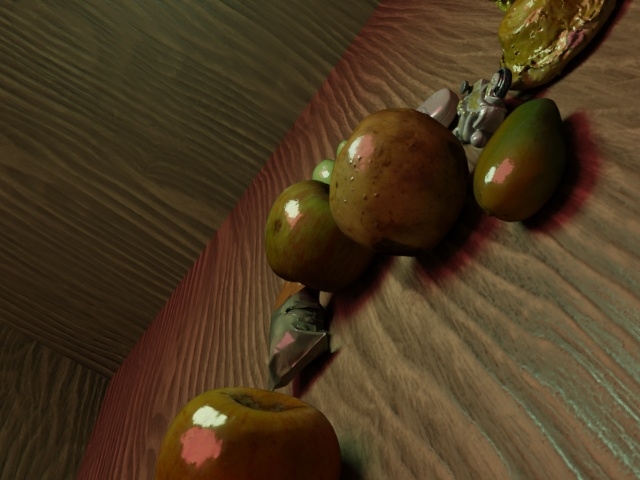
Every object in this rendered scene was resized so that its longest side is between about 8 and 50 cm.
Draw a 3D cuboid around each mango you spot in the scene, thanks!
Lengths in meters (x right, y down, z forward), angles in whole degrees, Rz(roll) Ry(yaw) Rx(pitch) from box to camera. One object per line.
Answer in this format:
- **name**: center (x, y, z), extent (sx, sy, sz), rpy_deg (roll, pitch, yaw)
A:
- **mango**: center (0.320, -0.136, 1.151), extent (0.156, 0.114, 0.251), rpy_deg (-50, 17, 48)

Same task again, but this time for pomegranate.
- **pomegranate**: center (0.148, -0.105, 1.344), extent (0.281, 0.281, 0.281), rpy_deg (-50, 17, 22)

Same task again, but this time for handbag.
- **handbag**: center (-0.050, 0.202, 1.594), extent (0.182, 0.117, 0.270), rpy_deg (-43, 18, 16)

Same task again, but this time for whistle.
- **whistle**: center (0.093, -0.206, 1.988), extent (0.294, 0.141, 0.141), rpy_deg (-39, 15, -6)

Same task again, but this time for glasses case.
- **glasses case**: center (0.218, -0.238, 1.712), extent (0.297, 0.075, 0.113), rpy_deg (-48, 20, 30)

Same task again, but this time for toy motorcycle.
- **toy motorcycle**: center (0.318, -0.249, 1.433), extent (0.229, 0.074, 0.151), rpy_deg (147, 135, -74)

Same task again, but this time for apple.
- **apple**: center (-0.114, 0.383, 1.141), extent (0.299, 0.299, 0.274), rpy_deg (-173, 87, -72)
- **apple**: center (0.000, 0.000, 1.594), extent (0.264, 0.264, 0.264), rpy_deg (-50, 17, 22)

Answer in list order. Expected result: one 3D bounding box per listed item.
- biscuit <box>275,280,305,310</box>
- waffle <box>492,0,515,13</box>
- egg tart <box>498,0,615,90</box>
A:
- **biscuit**: center (-0.019, 0.063, 1.883), extent (0.283, 0.043, 0.306), rpy_deg (-61, 17, -17)
- **waffle**: center (0.476, -0.648, 1.623), extent (0.261, 0.151, 0.324), rpy_deg (-53, 12, 29)
- **egg tart**: center (0.431, -0.421, 1.376), extent (0.294, 0.116, 0.294), rpy_deg (-49, 20, 25)
